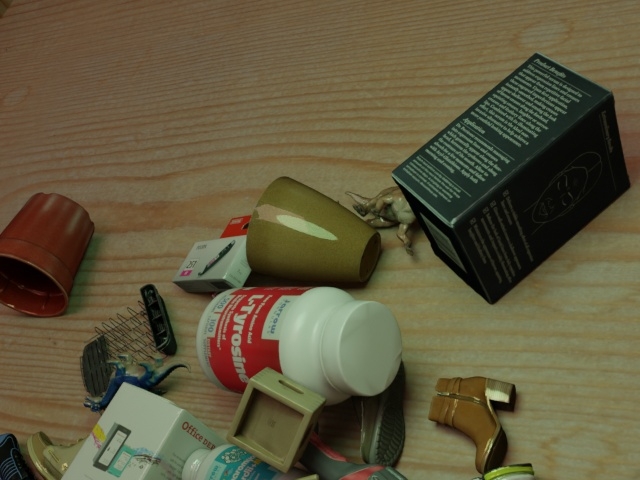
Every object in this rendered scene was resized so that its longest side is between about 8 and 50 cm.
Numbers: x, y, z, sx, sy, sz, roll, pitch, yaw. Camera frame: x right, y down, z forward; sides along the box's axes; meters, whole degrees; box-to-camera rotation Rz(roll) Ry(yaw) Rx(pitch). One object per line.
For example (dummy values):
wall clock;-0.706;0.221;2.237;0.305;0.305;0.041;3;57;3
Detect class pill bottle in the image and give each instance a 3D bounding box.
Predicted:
pill bottle;-0.046;0.206;1.564;0.407;0.229;0.229;-4;52;46
pill bottle;-0.144;0.484;1.522;0.264;0.146;0.146;9;61;34

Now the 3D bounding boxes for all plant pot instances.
plant pot;-0.772;0.026;2.169;0.272;0.272;0.265;-7;45;25
plant pot;0.000;0.000;1.785;0.254;0.237;0.237;18;65;21

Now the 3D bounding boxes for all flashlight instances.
flashlight;0.030;0.403;1.446;0.304;0.103;0.103;29;90;44

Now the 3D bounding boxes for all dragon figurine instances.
dragon figurine;-0.410;0.336;1.810;0.289;0.144;0.085;-3;11;14

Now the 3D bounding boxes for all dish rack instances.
dish rack;-0.487;0.257;1.942;0.271;0.074;0.208;-32;46;4

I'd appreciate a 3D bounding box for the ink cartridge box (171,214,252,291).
ink cartridge box;-0.227;0.014;1.925;0.275;0.060;0.239;-6;50;54

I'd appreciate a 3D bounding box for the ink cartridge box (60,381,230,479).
ink cartridge box;-0.364;0.473;1.620;0.197;0.198;0.270;13;62;37

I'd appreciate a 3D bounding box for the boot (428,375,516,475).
boot;0.270;0.340;1.454;0.152;0.073;0.197;1;45;29

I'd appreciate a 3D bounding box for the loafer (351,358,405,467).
loafer;0.110;0.333;1.545;0.087;0.094;0.251;-18;43;32

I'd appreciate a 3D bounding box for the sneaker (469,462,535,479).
sneaker;0.244;0.488;1.332;0.300;0.111;0.121;-30;55;13

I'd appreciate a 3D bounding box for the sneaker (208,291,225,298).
sneaker;-0.245;0.152;1.907;0.118;0.042;0.067;18;63;36

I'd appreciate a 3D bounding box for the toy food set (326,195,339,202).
toy food set;-0.018;-0.082;1.977;0.122;0.019;0.078;20;68;30

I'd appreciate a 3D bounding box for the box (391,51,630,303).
box;0.391;-0.123;1.586;0.395;0.293;0.212;-39;47;-3

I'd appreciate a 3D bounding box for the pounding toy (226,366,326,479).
pounding toy;-0.068;0.364;1.405;0.181;0.094;0.206;26;103;14

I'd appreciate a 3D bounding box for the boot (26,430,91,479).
boot;-0.545;0.473;1.794;0.203;0.095;0.262;-46;44;-11

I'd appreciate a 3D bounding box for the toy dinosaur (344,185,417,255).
toy dinosaur;0.194;-0.088;1.798;0.200;0.127;0.295;-42;29;-20

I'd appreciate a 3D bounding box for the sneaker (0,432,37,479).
sneaker;-0.713;0.552;1.844;0.090;0.081;0.232;-24;54;8
